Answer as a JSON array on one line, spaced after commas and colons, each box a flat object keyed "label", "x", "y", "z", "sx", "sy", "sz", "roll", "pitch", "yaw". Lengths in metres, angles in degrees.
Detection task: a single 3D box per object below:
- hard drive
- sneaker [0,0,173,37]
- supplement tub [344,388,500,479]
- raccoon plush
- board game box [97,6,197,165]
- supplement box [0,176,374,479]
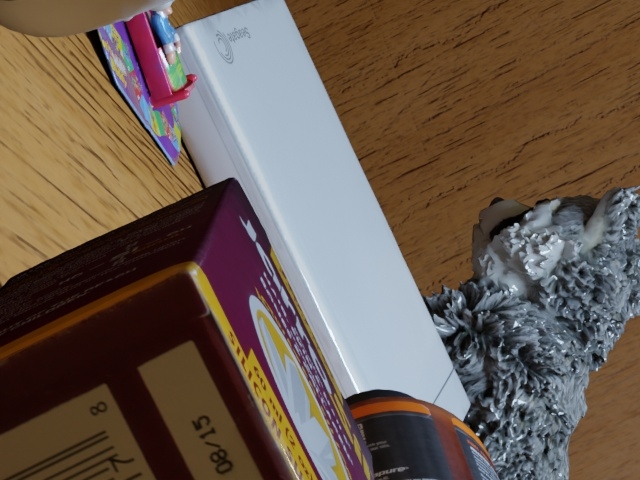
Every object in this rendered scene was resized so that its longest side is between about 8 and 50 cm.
[{"label": "hard drive", "x": 0.000, "y": 0.000, "z": 1.288, "sx": 0.353, "sy": 0.047, "sz": 0.233, "roll": 64, "pitch": 18, "yaw": -6}, {"label": "sneaker", "x": -0.108, "y": -0.175, "z": 0.719, "sx": 0.127, "sy": 0.126, "sz": 0.321, "roll": 68, "pitch": -9, "yaw": -25}, {"label": "supplement tub", "x": 0.038, "y": 0.137, "z": 0.818, "sx": 0.198, "sy": 0.106, "sz": 0.106, "roll": -103, "pitch": 167, "yaw": -71}, {"label": "raccoon plush", "x": 0.208, "y": 0.169, "z": 1.509, "sx": 0.216, "sy": 0.299, "sz": 0.446, "roll": 50, "pitch": 16, "yaw": -78}, {"label": "board game box", "x": -0.096, "y": -0.126, "z": 1.057, "sx": 0.168, "sy": 0.033, "sz": 0.133, "roll": 59, "pitch": 17, "yaw": -61}, {"label": "supplement box", "x": -0.039, "y": 0.053, "z": 0.466, "sx": 0.188, "sy": 0.081, "sz": 0.104, "roll": -92, "pitch": 156, "yaw": -82}]
